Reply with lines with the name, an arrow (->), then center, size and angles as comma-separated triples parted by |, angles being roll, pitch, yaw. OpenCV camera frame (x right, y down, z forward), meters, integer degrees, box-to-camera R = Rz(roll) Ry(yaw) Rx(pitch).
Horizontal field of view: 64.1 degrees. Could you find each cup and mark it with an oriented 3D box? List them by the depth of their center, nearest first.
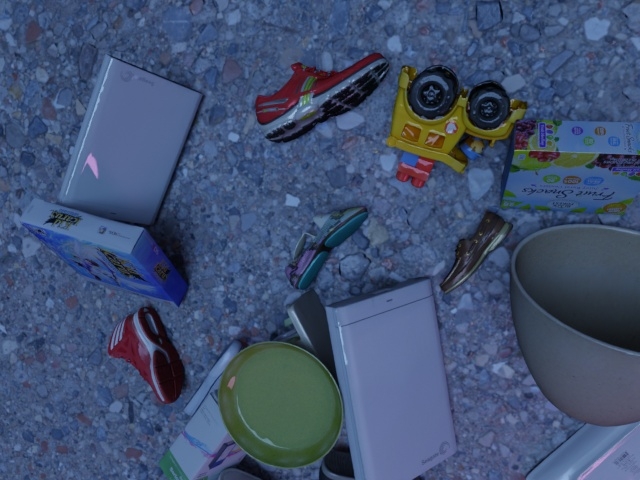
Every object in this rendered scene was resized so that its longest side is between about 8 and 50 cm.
cup -> 0.460, 0.155, 0.827 | 0.330, 0.331, 0.237 | 7, 124, 13

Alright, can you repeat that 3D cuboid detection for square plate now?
square plate -> 0.630, 0.456, 0.931 | 0.344, 0.049, 0.347 | 41, 104, 6

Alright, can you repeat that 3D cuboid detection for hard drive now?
hard drive -> 0.141, 0.267, 0.955 | 0.047, 0.233, 0.353 | -2, 99, 57
hard drive -> -0.383, -0.188, 1.035 | 0.040, 0.203, 0.308 | 36, 107, 39

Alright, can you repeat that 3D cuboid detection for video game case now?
video game case -> -0.427, 0.035, 1.044 | 0.244, 0.269, 0.061 | 13, 64, 12

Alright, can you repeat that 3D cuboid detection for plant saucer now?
plant saucer -> -0.072, 0.297, 0.939 | 0.240, 0.037, 0.241 | 2, 98, 15

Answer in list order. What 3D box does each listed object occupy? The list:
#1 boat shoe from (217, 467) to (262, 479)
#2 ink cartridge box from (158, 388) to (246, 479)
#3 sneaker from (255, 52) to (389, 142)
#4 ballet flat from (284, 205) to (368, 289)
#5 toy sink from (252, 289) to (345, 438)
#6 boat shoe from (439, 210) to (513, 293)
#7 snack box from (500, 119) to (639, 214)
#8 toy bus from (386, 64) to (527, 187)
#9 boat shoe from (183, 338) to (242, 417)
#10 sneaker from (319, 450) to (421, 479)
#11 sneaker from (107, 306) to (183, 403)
boat shoe -> -0.093, 0.603, 1.084 | 0.319, 0.116, 0.099 | 30, 100, -4
ink cartridge box -> -0.212, 0.413, 1.076 | 0.093, 0.154, 0.212 | 42, 105, 29
sneaker -> -0.008, -0.296, 0.974 | 0.279, 0.107, 0.118 | -24, 81, 13
ballet flat -> 0.000, 0.000, 1.028 | 0.079, 0.077, 0.221 | 46, 106, 25
toy sink -> -0.035, 0.240, 1.020 | 0.131, 0.153, 0.234 | -27, 91, 16
boat shoe -> 0.281, 0.023, 0.961 | 0.060, 0.064, 0.178 | 41, 98, 11
snack box -> 0.417, -0.118, 0.848 | 0.207, 0.174, 0.070 | 6, 64, 14
toy bus -> 0.226, -0.191, 0.913 | 0.220, 0.149, 0.212 | 19, 114, 9
boat shoe -> -0.215, 0.312, 1.121 | 0.075, 0.083, 0.226 | 34, 116, -4
sneaker -> 0.101, 0.520, 1.069 | 0.221, 0.083, 0.118 | 15, 119, 5
sneaker -> -0.401, 0.273, 1.164 | 0.128, 0.087, 0.221 | -25, 78, 24
